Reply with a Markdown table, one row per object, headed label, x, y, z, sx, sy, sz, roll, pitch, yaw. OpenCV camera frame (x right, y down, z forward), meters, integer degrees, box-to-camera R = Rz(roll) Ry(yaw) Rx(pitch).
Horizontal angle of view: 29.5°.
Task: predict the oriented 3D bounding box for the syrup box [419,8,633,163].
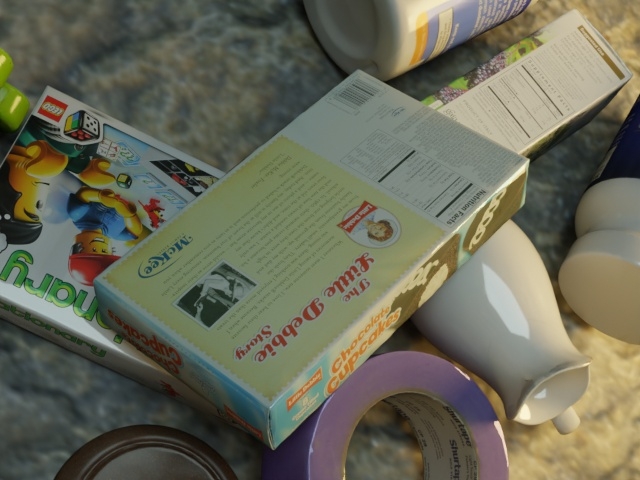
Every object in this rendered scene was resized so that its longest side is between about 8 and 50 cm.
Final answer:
| label | x | y | z | sx | sy | sz | roll | pitch | yaw |
| --- | --- | --- | --- | --- | --- | --- | --- | --- | --- |
| syrup box | 0.181 | -0.122 | 1.179 | 0.237 | 0.093 | 0.096 | -34 | 81 | -28 |

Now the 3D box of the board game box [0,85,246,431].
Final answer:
| label | x | y | z | sx | sy | sz | roll | pitch | yaw |
| --- | --- | --- | --- | --- | --- | --- | --- | --- | --- |
| board game box | -0.138 | 0.019 | 1.029 | 0.305 | 0.053 | 0.193 | 26 | 62 | -7 |

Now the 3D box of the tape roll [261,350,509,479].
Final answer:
| label | x | y | z | sx | sy | sz | roll | pitch | yaw |
| --- | --- | --- | --- | --- | --- | --- | --- | --- | --- |
| tape roll | 0.053 | 0.185 | 0.975 | 0.189 | 0.080 | 0.189 | 6 | 78 | -28 |

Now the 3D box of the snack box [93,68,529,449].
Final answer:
| label | x | y | z | sx | sy | sz | roll | pitch | yaw |
| --- | --- | --- | --- | --- | --- | --- | --- | --- | --- |
| snack box | 0.000 | 0.000 | 0.980 | 0.187 | 0.060 | 0.322 | 32 | 57 | 27 |

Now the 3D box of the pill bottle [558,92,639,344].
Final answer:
| label | x | y | z | sx | sy | sz | roll | pitch | yaw |
| --- | --- | --- | --- | --- | --- | --- | --- | --- | --- |
| pill bottle | 0.335 | -0.038 | 1.160 | 0.153 | 0.153 | 0.265 | 35 | 61 | -1 |

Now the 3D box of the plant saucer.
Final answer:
| label | x | y | z | sx | sy | sz | roll | pitch | yaw |
| --- | --- | --- | --- | --- | --- | --- | --- | --- | --- |
| plant saucer | -0.133 | 0.223 | 0.955 | 0.168 | 0.029 | 0.168 | 8 | 65 | -17 |

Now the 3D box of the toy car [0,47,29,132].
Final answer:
| label | x | y | z | sx | sy | sz | roll | pitch | yaw |
| --- | --- | --- | --- | --- | --- | --- | --- | --- | --- |
| toy car | -0.357 | -0.099 | 0.968 | 0.188 | 0.149 | 0.155 | 23 | 71 | 5 |

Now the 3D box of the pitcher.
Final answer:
| label | x | y | z | sx | sy | sz | roll | pitch | yaw |
| --- | --- | --- | --- | --- | --- | --- | --- | --- | --- |
| pitcher | 0.156 | 0.072 | 1.072 | 0.125 | 0.178 | 0.207 | -34 | 59 | 0 |

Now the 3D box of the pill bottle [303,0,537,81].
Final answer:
| label | x | y | z | sx | sy | sz | roll | pitch | yaw |
| --- | --- | --- | --- | --- | --- | --- | --- | --- | --- |
| pill bottle | 0.128 | -0.272 | 1.196 | 0.272 | 0.152 | 0.152 | -29 | 79 | -28 |
